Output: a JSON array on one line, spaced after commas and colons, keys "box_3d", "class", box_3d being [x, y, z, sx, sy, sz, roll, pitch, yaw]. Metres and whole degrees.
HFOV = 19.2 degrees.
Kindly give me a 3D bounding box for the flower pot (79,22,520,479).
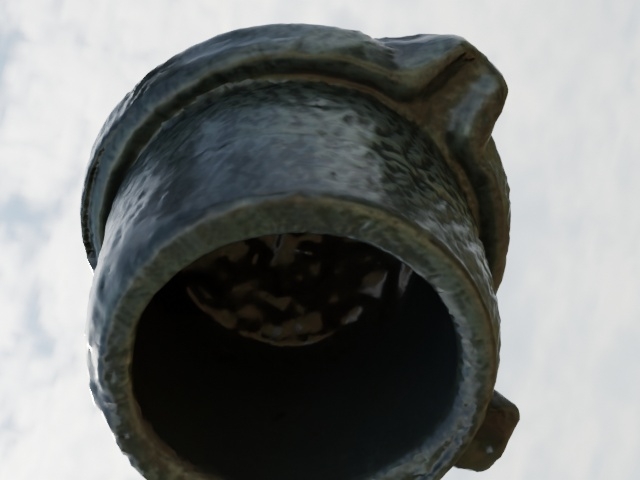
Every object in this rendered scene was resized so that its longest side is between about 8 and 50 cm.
[{"box_3d": [0.000, 0.000, 1.189, 0.283, 0.299, 0.299, -94, 8, -61], "class": "flower pot"}]
